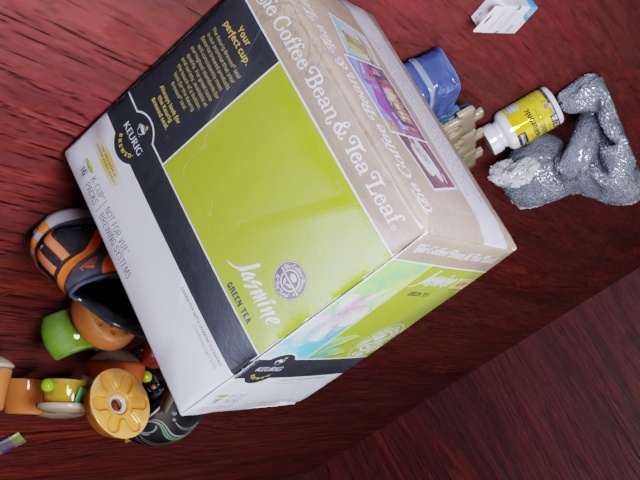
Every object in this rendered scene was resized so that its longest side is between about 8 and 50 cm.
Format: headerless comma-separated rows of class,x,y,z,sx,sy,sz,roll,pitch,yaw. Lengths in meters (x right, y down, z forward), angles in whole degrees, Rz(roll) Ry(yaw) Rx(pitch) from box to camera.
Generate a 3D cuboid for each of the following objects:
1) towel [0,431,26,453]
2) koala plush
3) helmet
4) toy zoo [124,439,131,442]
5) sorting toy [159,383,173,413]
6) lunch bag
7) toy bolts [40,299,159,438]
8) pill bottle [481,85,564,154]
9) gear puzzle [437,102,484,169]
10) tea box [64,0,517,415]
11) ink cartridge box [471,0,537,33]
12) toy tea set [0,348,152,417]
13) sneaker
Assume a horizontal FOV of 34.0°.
towel,-0.562,0.362,1.839,0.083,0.009,0.060,-24,159,-13
koala plush,0.387,-0.122,1.685,0.221,0.203,0.196,-22,162,17
helmet,-0.272,0.267,1.773,0.169,0.169,0.161,-32,151,10
toy zoo,-0.283,0.322,2.071,0.293,0.030,0.192,-17,157,-28
sorting toy,-0.144,0.132,1.420,0.229,0.041,0.307,-48,177,-22
lunch bag,0.130,-0.191,1.330,0.065,0.067,0.098,-23,160,-12
toy bolts,-0.236,0.146,1.475,0.158,0.218,0.228,-28,172,37
pill bottle,0.303,-0.178,1.585,0.116,0.065,0.065,-30,160,5
gear puzzle,0.163,-0.118,1.595,0.175,0.044,0.339,-30,162,0
tea box,-0.038,-0.043,1.090,0.323,0.329,0.220,-37,157,25
ink cartridge box,0.221,-0.281,1.288,0.083,0.028,0.048,-9,152,-42
toy tea set,-0.397,0.200,1.575,0.200,0.124,0.336,-2,168,13
sneaker,-0.176,0.050,1.267,0.321,0.180,0.124,-1,119,-37
